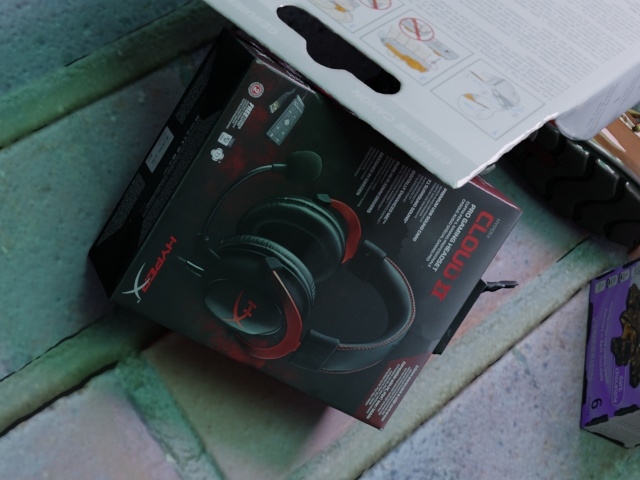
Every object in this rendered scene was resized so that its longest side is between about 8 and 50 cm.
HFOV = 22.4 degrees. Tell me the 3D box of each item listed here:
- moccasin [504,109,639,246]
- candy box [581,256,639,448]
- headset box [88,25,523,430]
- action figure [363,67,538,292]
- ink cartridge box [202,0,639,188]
[{"bbox_3d":[0.230,-0.137,1.579,0.380,0.139,0.147,38,61,-6],"label":"moccasin"},{"bbox_3d":[0.339,0.088,1.514,0.070,0.196,0.165,24,58,-25],"label":"candy box"},{"bbox_3d":[0.000,0.000,1.285,0.293,0.110,0.218,29,100,-25],"label":"headset box"},{"bbox_3d":[0.112,-0.083,1.448,0.140,0.164,0.276,-6,83,-12],"label":"action figure"},{"bbox_3d":[0.091,-0.177,1.345,0.308,0.091,0.385,38,45,18],"label":"ink cartridge box"}]
